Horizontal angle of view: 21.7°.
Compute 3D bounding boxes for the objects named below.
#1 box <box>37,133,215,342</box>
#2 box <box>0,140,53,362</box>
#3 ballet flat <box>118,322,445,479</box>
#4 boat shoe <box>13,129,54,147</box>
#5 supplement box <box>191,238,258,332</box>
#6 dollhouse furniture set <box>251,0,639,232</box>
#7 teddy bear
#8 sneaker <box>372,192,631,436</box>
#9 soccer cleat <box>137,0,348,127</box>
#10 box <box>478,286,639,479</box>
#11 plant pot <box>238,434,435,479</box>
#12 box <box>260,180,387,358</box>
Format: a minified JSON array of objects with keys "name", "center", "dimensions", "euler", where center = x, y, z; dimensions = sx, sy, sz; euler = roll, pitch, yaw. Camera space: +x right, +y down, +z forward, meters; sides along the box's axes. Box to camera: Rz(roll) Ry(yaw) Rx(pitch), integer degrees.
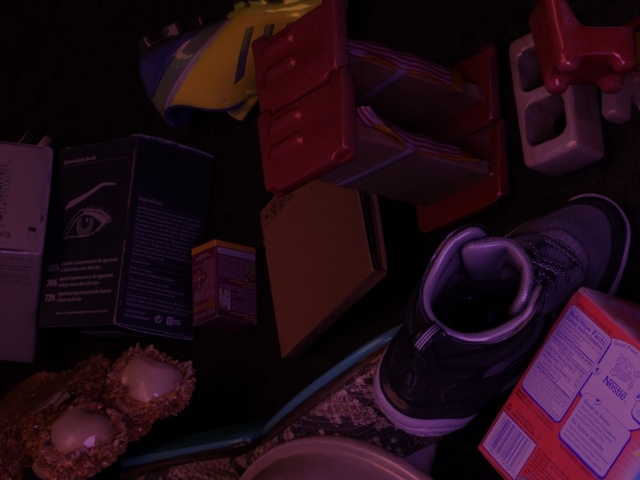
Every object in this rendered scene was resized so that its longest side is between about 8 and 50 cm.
[{"name":"box","center":[-0.209,0.001,1.794],"dimensions":[0.153,0.108,0.207],"euler":[-4,76,48]},{"name":"box","center":[-0.372,0.013,1.870],"dimensions":[0.232,0.126,0.149],"euler":[108,165,-53]},{"name":"ballet flat","center":[-0.013,0.217,1.502],"dimensions":[0.483,0.164,0.182],"euler":[-30,80,46]},{"name":"boat shoe","center":[-0.453,-0.045,2.053],"dimensions":[0.340,0.113,0.127],"euler":[-41,10,41]},{"name":"supplement box","center":[-0.097,0.047,1.696],"dimensions":[0.043,0.055,0.083],"euler":[-22,63,45]},{"name":"dollhouse furniture set","center":[0.139,-0.144,1.373],"dimensions":[0.374,0.201,0.152],"euler":[-25,62,43]},{"name":"teddy bear","center":[-0.243,0.196,1.712],"dimensions":[0.338,0.113,0.245],"euler":[-25,16,45]},{"name":"sneaker","center":[0.155,0.031,1.264],"dimensions":[0.101,0.268,0.153],"euler":[43,154,17]},{"name":"soccer cleat","center":[-0.072,-0.192,1.733],"dimensions":[0.289,0.093,0.121],"euler":[-14,99,41]},{"name":"box","center":[0.273,0.181,1.171],"dimensions":[0.300,0.142,0.154],"euler":[45,113,45]},{"name":"plant pot","center":[-0.050,0.359,1.269],"dimensions":[0.333,0.305,0.334],"euler":[18,119,36]},{"name":"box","center":[0.000,0.000,1.583],"dimensions":[0.201,0.021,0.164],"euler":[-46,47,52]}]
